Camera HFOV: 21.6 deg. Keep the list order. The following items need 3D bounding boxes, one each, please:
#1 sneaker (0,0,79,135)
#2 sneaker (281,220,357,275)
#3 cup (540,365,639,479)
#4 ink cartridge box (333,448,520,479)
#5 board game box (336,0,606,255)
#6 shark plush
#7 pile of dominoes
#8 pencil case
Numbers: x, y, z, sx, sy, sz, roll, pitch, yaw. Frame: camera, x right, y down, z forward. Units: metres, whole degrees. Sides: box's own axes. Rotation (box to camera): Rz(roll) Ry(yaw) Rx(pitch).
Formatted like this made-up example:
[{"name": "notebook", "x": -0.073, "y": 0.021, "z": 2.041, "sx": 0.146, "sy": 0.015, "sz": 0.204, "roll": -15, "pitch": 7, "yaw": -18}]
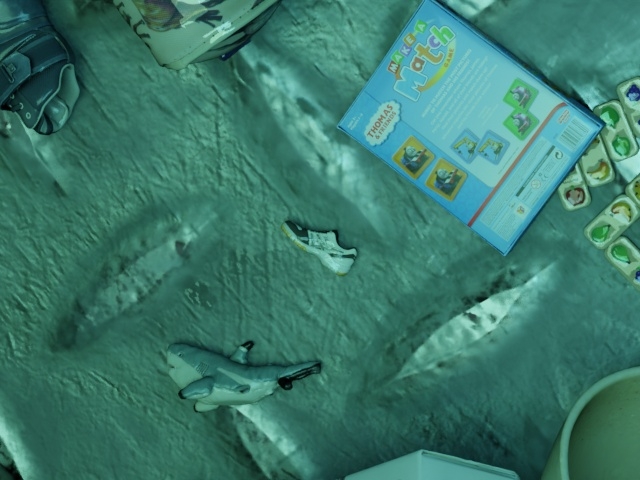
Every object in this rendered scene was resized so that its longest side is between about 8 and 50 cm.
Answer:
[{"name": "sneaker", "x": -0.355, "y": -0.156, "z": 1.742, "sx": 0.226, "sy": 0.086, "sz": 0.163, "roll": -34, "pitch": 89, "yaw": 18}, {"name": "sneaker", "x": 0.000, "y": 0.000, "z": 1.712, "sx": 0.083, "sy": 0.032, "sz": 0.037, "roll": 35, "pitch": 94, "yaw": 1}, {"name": "cup", "x": 0.322, "y": 0.318, "z": 1.566, "sx": 0.331, "sy": 0.331, "sz": 0.237, "roll": 33, "pitch": 131, "yaw": 6}, {"name": "ink cartridge box", "x": 0.046, "y": 0.347, "z": 1.601, "sx": 0.307, "sy": 0.129, "sz": 0.223, "roll": -28, "pitch": 52, "yaw": 48}, {"name": "board game box", "x": 0.145, "y": -0.112, "z": 1.635, "sx": 0.211, "sy": 0.039, "sz": 0.160, "roll": 38, "pitch": 108, "yaw": 9}, {"name": "shark plush", "x": -0.084, "y": 0.134, "z": 1.750, "sx": 0.161, "sy": 0.073, "sz": 0.067, "roll": -8, "pitch": 69, "yaw": 21}, {"name": "pile of dominoes", "x": 0.346, "y": -0.075, "z": 1.595, "sx": 0.196, "sy": 0.040, "sz": 0.251, "roll": 45, "pitch": 108, "yaw": 2}, {"name": "pencil case", "x": -0.180, "y": -0.364, "z": 1.615, "sx": 0.160, "sy": 0.183, "sz": 0.410, "roll": -31, "pitch": 92, "yaw": 47}]
